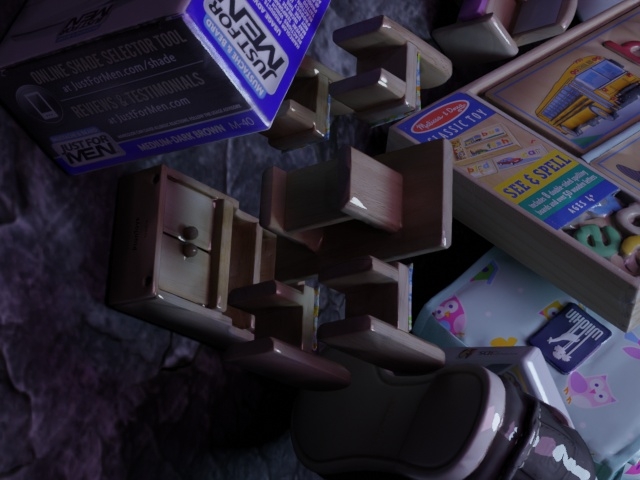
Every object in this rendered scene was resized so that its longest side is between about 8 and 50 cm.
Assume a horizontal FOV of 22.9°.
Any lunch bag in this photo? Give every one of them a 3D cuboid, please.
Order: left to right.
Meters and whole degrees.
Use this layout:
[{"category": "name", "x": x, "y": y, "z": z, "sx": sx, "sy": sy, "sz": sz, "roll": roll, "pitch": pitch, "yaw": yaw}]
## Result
[{"category": "lunch bag", "x": 0.224, "y": 0.103, "z": 1.348, "sx": 0.223, "sy": 0.160, "sz": 0.262, "roll": 42, "pitch": 27, "yaw": 24}]

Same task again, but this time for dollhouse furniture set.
[{"category": "dollhouse furniture set", "x": 0.000, "y": 0.000, "z": 1.085, "sx": 0.161, "sy": 0.242, "sz": 0.212, "roll": 26, "pitch": 59, "yaw": -46}, {"category": "dollhouse furniture set", "x": 0.163, "y": -0.375, "z": 1.429, "sx": 0.303, "sy": 0.198, "sz": 0.286, "roll": 49, "pitch": 46, "yaw": -32}]

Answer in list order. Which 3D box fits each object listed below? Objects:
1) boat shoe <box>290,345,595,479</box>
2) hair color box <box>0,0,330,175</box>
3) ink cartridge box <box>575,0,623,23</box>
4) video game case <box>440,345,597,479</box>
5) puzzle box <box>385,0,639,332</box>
[{"category": "boat shoe", "x": 0.071, "y": 0.135, "z": 1.086, "sx": 0.095, "sy": 0.335, "sz": 0.112, "roll": 31, "pitch": 80, "yaw": -17}, {"category": "hair color box", "x": -0.074, "y": -0.211, "z": 1.097, "sx": 0.110, "sy": 0.185, "sz": 0.339, "roll": 52, "pitch": 45, "yaw": -32}, {"category": "ink cartridge box", "x": 0.423, "y": -0.252, "z": 1.668, "sx": 0.239, "sy": 0.275, "sz": 0.060, "roll": 54, "pitch": 19, "yaw": -27}, {"category": "video game case", "x": 0.128, "y": 0.183, "z": 1.232, "sx": 0.026, "sy": 0.206, "sz": 0.227, "roll": -39, "pitch": 112, "yaw": -37}, {"category": "puzzle box", "x": 0.291, "y": -0.096, "z": 1.403, "sx": 0.409, "sy": 0.272, "sz": 0.052, "roll": -31, "pitch": 142, "yaw": -35}]
